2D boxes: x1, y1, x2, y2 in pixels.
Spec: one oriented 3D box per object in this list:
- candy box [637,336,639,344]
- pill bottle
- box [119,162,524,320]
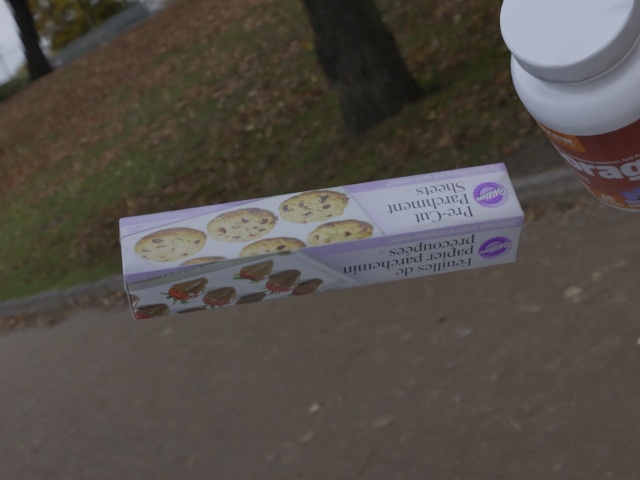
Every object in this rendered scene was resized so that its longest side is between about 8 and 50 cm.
[{"bbox_3d":[0.350,0.005,0.757,0.316,0.087,0.183,-7,-46,-49],"label":"candy box"},{"bbox_3d":[0.209,-0.113,0.854,0.121,0.121,0.216,-22,-31,21],"label":"pill bottle"},{"bbox_3d":[0.000,0.000,0.969,0.324,0.063,0.067,-8,51,-4],"label":"box"}]
